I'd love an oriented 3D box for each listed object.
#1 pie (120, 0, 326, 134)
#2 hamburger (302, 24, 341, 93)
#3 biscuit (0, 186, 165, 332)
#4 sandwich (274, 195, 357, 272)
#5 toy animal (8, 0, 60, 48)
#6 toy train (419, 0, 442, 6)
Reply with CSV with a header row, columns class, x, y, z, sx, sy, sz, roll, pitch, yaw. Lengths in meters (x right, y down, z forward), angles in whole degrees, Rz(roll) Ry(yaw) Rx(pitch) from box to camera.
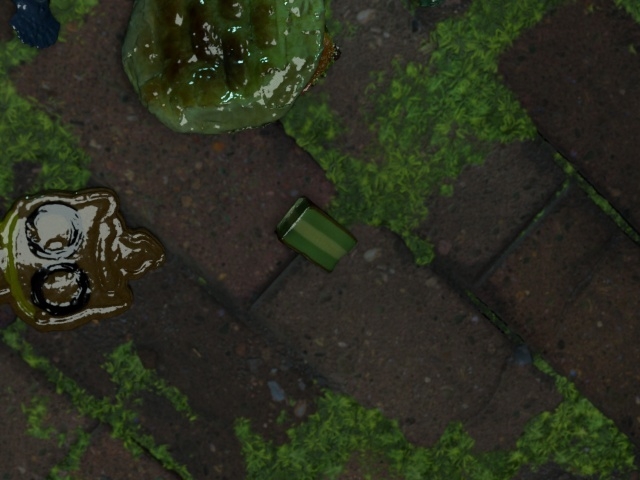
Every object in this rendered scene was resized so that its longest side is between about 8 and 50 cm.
class,x,y,z,sx,sy,sz,roll,pitch,yaw
pie,-0.131,-0.279,1.717,0.307,0.071,0.306,-2,82,15
hamburger,-0.061,-0.259,1.784,0.166,0.087,0.137,-38,107,-1
biscuit,-0.366,0.031,1.810,0.291,0.041,0.208,-6,105,-10
sandwich,0.000,0.000,1.862,0.116,0.074,0.074,38,93,-17
toy animal,-0.436,-0.356,1.650,0.255,0.239,0.176,6,70,-53
toy train,0.139,-0.446,1.752,0.101,0.159,0.248,-19,104,-13
